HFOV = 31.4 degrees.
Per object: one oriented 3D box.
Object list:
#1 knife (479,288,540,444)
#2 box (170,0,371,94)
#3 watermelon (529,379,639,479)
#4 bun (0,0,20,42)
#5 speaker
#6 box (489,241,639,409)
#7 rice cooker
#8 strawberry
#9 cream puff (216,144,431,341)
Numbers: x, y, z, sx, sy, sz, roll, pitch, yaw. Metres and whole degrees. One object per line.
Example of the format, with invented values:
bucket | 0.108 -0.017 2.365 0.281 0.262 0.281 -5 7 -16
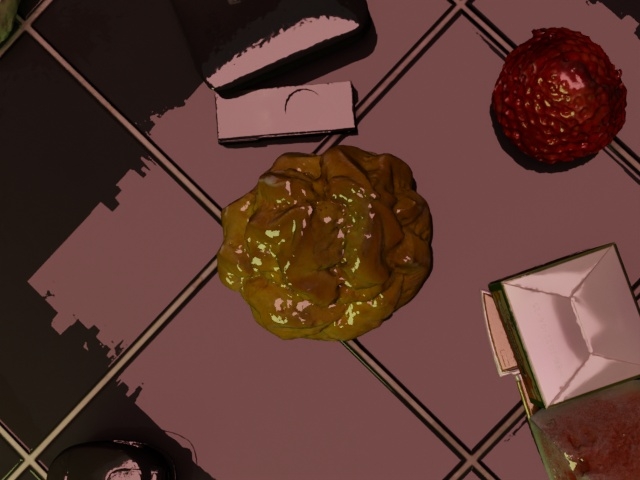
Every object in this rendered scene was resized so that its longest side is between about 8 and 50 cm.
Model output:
knife | 0.293 0.193 1.739 0.046 0.022 0.256 -19 86 10
box | -0.092 -0.398 1.769 0.289 0.073 0.290 -23 77 5
watermelon | 0.434 0.331 1.628 0.213 0.201 0.261 -27 81 -3
bun | -0.560 -0.386 1.818 0.195 0.118 0.195 -1 82 9
speaker | -0.054 -0.198 1.784 0.218 0.044 0.082 -4 88 7
box | 0.366 0.124 1.665 0.177 0.148 0.195 -20 86 0
rice cooker | -0.318 0.376 1.760 0.203 0.118 0.142 4 88 8
strawberry | 0.351 -0.214 1.634 0.205 0.244 0.205 0 87 5
cream puff | -0.002 0.001 1.669 0.324 0.257 0.291 0 84 7
